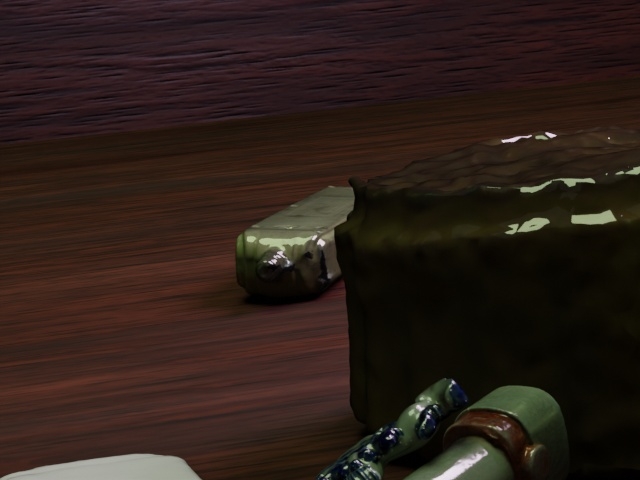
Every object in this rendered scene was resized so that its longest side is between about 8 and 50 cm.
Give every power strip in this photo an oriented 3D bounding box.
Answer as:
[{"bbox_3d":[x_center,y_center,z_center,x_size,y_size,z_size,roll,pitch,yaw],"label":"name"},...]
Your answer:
[{"bbox_3d":[0.000,0.000,1.840,0.092,0.066,0.387,0,8,15],"label":"power strip"}]

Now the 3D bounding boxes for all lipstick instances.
[{"bbox_3d":[0.067,0.139,1.021,0.057,0.063,0.186,0,17,36],"label":"lipstick"}]

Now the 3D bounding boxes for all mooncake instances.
[{"bbox_3d":[0.169,0.027,1.239,0.324,0.187,0.324,-6,8,1],"label":"mooncake"}]

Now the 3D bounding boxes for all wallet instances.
[{"bbox_3d":[-0.118,0.156,1.072,0.124,0.032,0.183,-8,9,-17],"label":"wallet"}]

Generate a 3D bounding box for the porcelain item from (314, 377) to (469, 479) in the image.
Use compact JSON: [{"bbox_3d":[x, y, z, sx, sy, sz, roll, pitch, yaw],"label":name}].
[{"bbox_3d":[0.022,0.124,1.016,0.136,0.021,0.075,-37,6,5],"label":"porcelain item"}]
